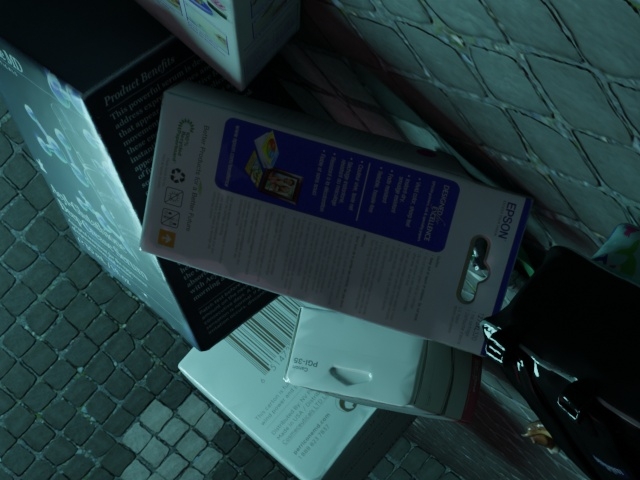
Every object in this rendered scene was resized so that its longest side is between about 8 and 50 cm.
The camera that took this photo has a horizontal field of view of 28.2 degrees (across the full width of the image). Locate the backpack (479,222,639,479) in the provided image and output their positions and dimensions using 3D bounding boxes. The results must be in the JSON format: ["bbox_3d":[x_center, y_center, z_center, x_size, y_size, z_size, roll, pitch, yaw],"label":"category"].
[{"bbox_3d":[0.272,0.125,1.003,0.225,0.191,0.253,34,161,55],"label":"backpack"}]

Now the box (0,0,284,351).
[{"bbox_3d":[-0.193,-0.121,1.467,0.293,0.212,0.395,34,153,42],"label":"box"}]

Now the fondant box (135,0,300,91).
[{"bbox_3d":[-0.130,-0.282,1.089,0.238,0.096,0.330,41,172,6],"label":"fondant box"}]

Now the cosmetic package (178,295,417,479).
[{"bbox_3d":[-0.004,0.252,2.347,0.327,0.329,0.393,39,171,16],"label":"cosmetic package"}]

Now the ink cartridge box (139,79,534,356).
[{"bbox_3d":[0.011,-0.024,1.251,0.371,0.175,0.069,18,-156,11],"label":"ink cartridge box"}]

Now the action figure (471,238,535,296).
[{"bbox_3d":[0.163,0.000,1.314,0.232,0.063,0.137,49,172,-23],"label":"action figure"}]

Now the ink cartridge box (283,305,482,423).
[{"bbox_3d":[0.100,0.188,1.875,0.207,0.117,0.283,8,170,24],"label":"ink cartridge box"}]

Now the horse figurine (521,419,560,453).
[{"bbox_3d":[0.381,0.288,1.739,0.174,0.066,0.263,35,173,5],"label":"horse figurine"}]
